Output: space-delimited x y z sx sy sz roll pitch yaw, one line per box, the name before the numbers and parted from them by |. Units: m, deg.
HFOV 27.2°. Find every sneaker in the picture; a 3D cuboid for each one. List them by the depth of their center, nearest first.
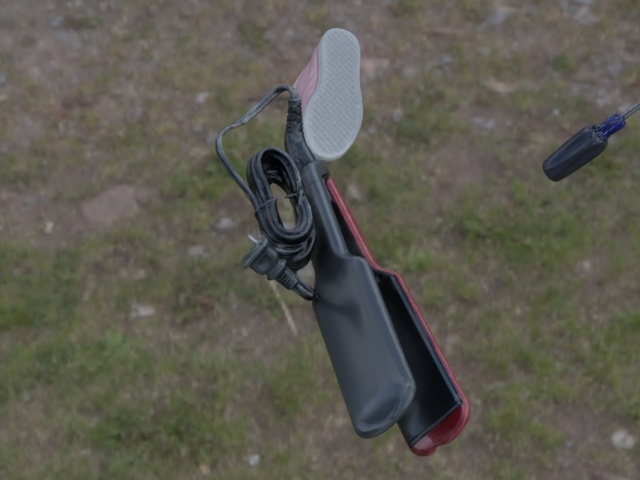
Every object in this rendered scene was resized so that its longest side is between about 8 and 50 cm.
sneaker | 0.003 -0.113 1.153 0.051 0.070 0.134 17 58 -16

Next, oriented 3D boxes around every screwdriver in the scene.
screwdriver | 0.228 -0.095 0.945 0.025 0.170 0.024 9 50 -55

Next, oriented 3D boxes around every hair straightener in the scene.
hair straightener | 0.000 0.000 0.669 0.089 0.047 0.230 22 38 -43
